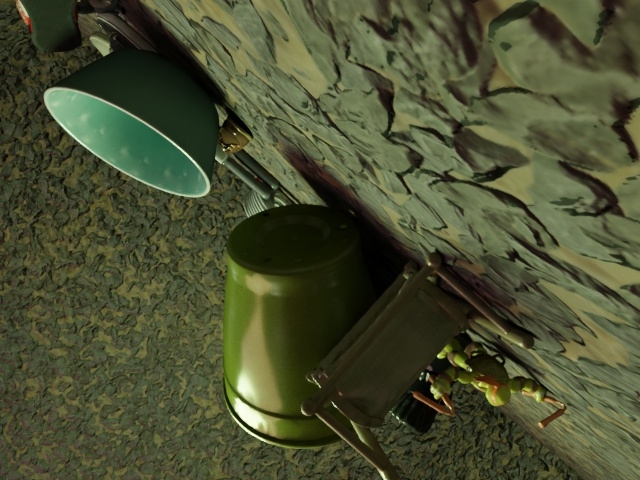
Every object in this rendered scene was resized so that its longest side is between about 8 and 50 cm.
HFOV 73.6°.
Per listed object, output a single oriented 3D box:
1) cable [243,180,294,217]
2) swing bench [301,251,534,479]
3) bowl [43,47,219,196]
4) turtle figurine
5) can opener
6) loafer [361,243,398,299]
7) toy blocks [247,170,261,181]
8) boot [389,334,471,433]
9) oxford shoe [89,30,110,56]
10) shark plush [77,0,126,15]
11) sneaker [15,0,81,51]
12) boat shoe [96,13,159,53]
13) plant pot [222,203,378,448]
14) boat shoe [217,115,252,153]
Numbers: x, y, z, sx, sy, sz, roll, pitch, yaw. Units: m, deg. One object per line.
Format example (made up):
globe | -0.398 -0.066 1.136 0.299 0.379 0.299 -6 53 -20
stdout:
cable | -0.134 -0.070 1.364 0.257 0.089 0.257 52 -163 0
swing bench | 0.114 0.166 0.628 0.165 0.253 0.255 42 176 2
bowl | -0.320 -0.234 0.810 0.311 0.163 0.311 20 162 7
turtle figurine | 0.281 0.238 0.784 0.269 0.087 0.217 4 -170 -6
can opener | -0.241 -0.230 1.224 0.280 0.074 0.093 42 176 -5
loafer | 0.098 0.042 0.947 0.267 0.084 0.096 37 144 22
toy blocks | -0.223 -0.198 1.620 0.148 0.054 0.123 41 176 9
boot | 0.247 0.321 1.036 0.348 0.260 0.131 44 176 -41
oxford shoe | -0.565 -0.477 1.367 0.449 0.130 0.169 44 178 -9
shark plush | -0.366 -0.395 0.728 0.067 0.073 0.161 11 -178 -18
sneaker | -0.367 -0.377 0.556 0.270 0.090 0.145 -13 95 59
boat shoe | -0.406 -0.399 0.908 0.228 0.076 0.080 41 177 8
plant pot | -0.037 0.133 0.837 0.366 0.366 0.353 39 141 47
boat shoe | -0.183 -0.211 0.891 0.064 0.060 0.178 42 177 -11
